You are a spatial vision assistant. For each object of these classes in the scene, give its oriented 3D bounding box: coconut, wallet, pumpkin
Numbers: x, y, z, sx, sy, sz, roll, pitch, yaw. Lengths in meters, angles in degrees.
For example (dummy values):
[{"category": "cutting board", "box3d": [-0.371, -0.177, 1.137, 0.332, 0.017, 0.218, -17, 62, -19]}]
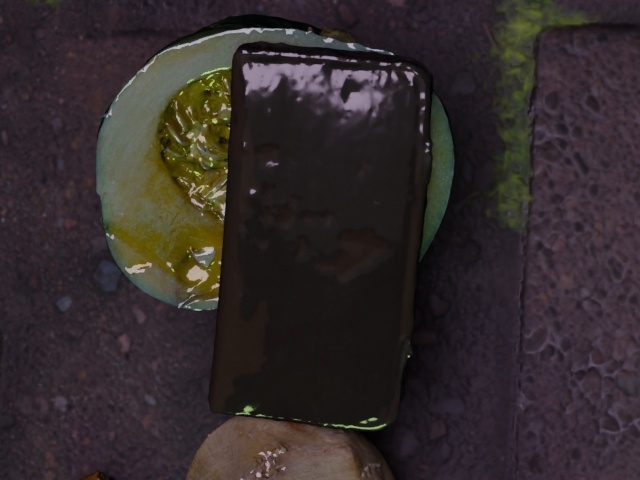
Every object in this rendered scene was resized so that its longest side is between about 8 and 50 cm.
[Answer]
[{"category": "coconut", "box3d": [-0.029, 0.226, 1.278, 0.194, 0.194, 0.194, -2, 85, 17]}, {"category": "wallet", "box3d": [0.000, 0.000, 1.202, 0.165, 0.042, 0.309, 5, 104, 1]}, {"category": "pumpkin", "box3d": [-0.039, -0.065, 1.305, 0.293, 0.197, 0.263, 12, 103, 0]}]

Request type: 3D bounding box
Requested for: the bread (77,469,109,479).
[{"category": "bread", "box3d": [-0.159, 0.314, 1.385, 0.088, 0.049, 0.226, -31, 76, 12]}]
